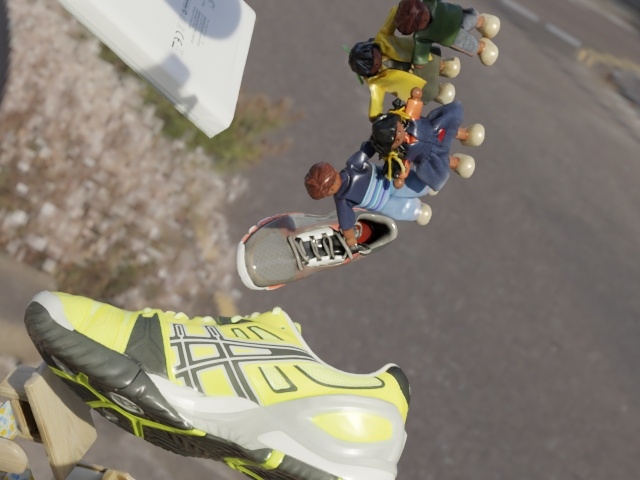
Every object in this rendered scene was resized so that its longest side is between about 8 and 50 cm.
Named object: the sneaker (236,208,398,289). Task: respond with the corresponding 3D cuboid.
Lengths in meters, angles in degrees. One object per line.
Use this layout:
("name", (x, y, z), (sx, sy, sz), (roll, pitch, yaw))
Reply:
("sneaker", (0.000, 0.000, 1.346), (0.158, 0.061, 0.065), (-20, 8, -35))

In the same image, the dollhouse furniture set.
("dollhouse furniture set", (-0.244, 0.223, 1.665), (0.161, 0.242, 0.212), (10, 41, 24))

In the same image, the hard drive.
("hard drive", (-0.195, -0.272, 1.639), (0.307, 0.040, 0.203), (42, 36, -28))

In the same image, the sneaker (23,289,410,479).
("sneaker", (-0.096, 0.129, 1.491), (0.384, 0.147, 0.145), (24, -21, 6))

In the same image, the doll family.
("doll family", (0.054, -0.088, 1.089), (0.076, 0.193, 0.111), (7, 1, 43))
